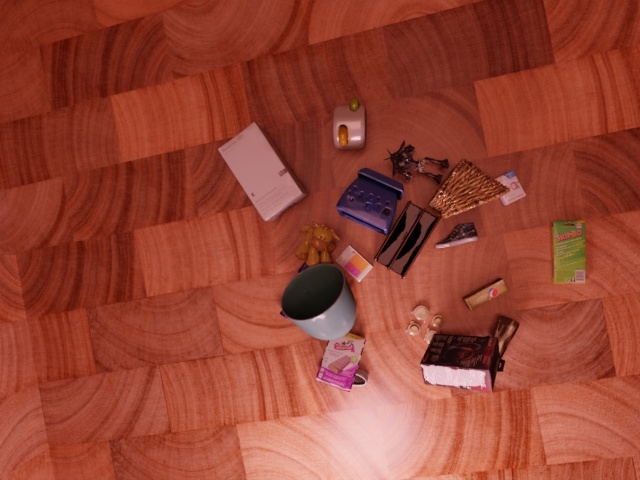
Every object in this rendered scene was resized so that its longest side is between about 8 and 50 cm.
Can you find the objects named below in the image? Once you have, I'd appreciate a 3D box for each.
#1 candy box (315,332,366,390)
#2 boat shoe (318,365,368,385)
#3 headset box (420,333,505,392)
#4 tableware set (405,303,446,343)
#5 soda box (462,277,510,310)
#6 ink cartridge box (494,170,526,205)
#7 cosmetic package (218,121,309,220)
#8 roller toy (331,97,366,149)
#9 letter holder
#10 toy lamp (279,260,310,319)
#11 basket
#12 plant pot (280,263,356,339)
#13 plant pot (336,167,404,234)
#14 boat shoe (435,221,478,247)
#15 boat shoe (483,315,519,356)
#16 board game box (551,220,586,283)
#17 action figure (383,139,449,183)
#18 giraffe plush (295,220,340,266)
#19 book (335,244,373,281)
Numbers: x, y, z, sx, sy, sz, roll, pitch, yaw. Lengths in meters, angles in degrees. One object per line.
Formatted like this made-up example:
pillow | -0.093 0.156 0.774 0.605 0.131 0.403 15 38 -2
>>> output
candy box | 0.090 0.516 1.922 0.160 0.071 0.233 17 65 8
boat shoe | 0.100 0.595 1.964 0.228 0.081 0.079 9 92 8
headset box | 0.576 0.482 1.765 0.294 0.218 0.110 -4 111 31
tableware set | 0.464 0.369 1.937 0.169 0.020 0.140 27 95 6
soda box | 0.700 0.228 1.877 0.182 0.061 0.058 -31 87 8
ink cartridge box | 0.792 -0.220 1.863 0.089 0.052 0.122 -28 88 8
cosmetic package | -0.251 -0.301 1.970 0.217 0.156 0.384 -36 86 9
roller toy | 0.121 -0.481 1.891 0.147 0.191 0.209 1 80 9
letter holder | 0.360 -0.005 1.849 0.152 0.214 0.301 31 95 7
toy lamp | -0.098 0.219 1.993 0.080 0.080 0.274 27 94 8
basket | 0.578 -0.165 1.770 0.223 0.299 0.213 36 95 6
plant pot | 0.019 0.282 1.870 0.293 0.293 0.235 -28 126 8
plant pot | 0.220 -0.168 1.865 0.236 0.236 0.211 26 89 8
boat shoe | 0.577 -0.022 1.896 0.184 0.065 0.083 -14 86 3
boat shoe | 0.737 0.436 1.872 0.095 0.095 0.257 31 97 31
board game box | 1.030 0.047 1.838 0.124 0.039 0.259 -1 93 8
action figure | 0.392 -0.324 1.882 0.276 0.141 0.163 16 95 -7
giraffe plush | 0.000 0.000 1.903 0.182 0.170 0.210 4 75 -19
book | 0.151 0.103 1.976 0.144 0.035 0.096 43 100 6
